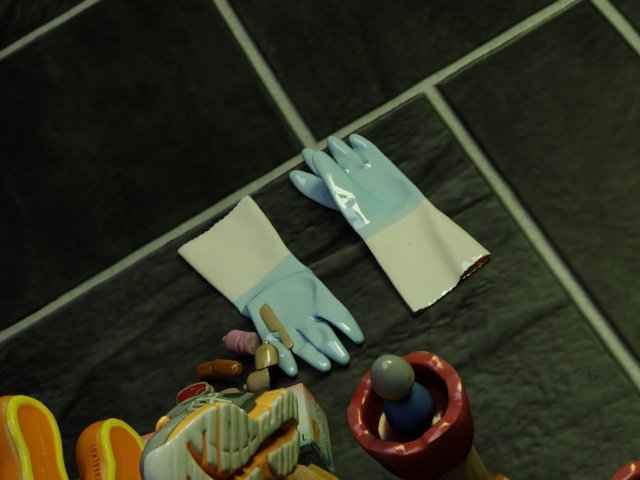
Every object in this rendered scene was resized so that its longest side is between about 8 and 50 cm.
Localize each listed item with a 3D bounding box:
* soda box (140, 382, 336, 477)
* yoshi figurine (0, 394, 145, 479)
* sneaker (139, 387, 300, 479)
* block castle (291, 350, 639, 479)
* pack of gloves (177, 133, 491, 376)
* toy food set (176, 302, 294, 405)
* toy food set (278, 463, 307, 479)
[{"bbox_3d":[-0.083,0.178,1.505,0.183,0.058,0.063,-19,47,12],"label":"soda box"},{"bbox_3d":[-0.311,0.228,1.473,0.362,0.203,0.203,-35,8,24],"label":"yoshi figurine"},{"bbox_3d":[-0.083,0.148,1.328,0.083,0.215,0.084,1,91,18],"label":"sneaker"},{"bbox_3d":[0.047,0.303,1.229,0.303,0.213,0.453,21,65,37],"label":"block castle"},{"bbox_3d":[0.000,0.000,1.622,0.195,0.046,0.232,-37,46,-7],"label":"pack of gloves"},{"bbox_3d":[-0.073,0.113,1.576,0.122,0.019,0.078,-43,47,8],"label":"toy food set"},{"bbox_3d":[-0.090,0.257,1.386,0.105,0.111,0.232,18,81,33],"label":"toy food set"}]
